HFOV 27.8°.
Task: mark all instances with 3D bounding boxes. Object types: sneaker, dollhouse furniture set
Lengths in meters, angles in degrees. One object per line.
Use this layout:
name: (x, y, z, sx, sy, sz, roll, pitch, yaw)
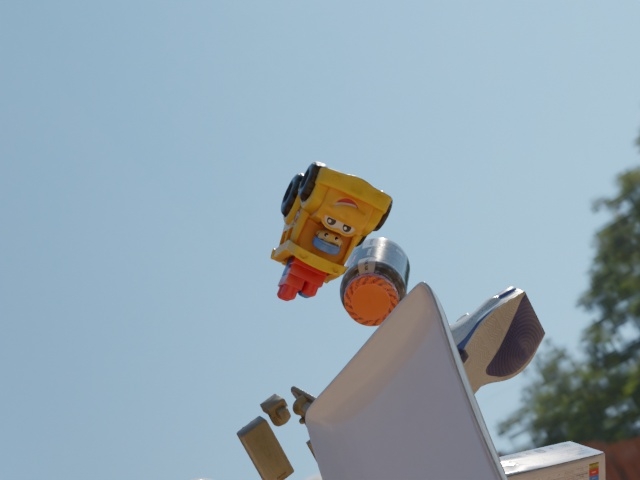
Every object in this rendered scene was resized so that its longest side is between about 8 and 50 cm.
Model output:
sneaker: (0.154, 0.170, 1.845, 0.315, 0.182, 0.127, -41, -55, -21)
dollhouse furniture set: (-0.071, 0.322, 2.189, 0.151, 0.123, 0.144, -36, -64, -20)

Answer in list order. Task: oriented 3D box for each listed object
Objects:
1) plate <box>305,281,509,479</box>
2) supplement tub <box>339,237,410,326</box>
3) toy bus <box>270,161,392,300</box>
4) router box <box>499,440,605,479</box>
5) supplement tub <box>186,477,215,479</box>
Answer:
plate: (0.094, 0.230, 1.349, 0.045, 0.277, 0.278, 5, -40, -32)
supplement tub: (0.095, 0.074, 2.260, 0.117, 0.117, 0.190, -33, 10, 15)
toy bus: (0.000, 0.000, 2.090, 0.149, 0.211, 0.220, 26, -16, -11)
router box: (0.268, 0.474, 1.891, 0.336, 0.301, 0.082, -6, 8, -31)
supplement tub: (-0.285, 0.530, 2.058, 0.331, 0.241, 0.241, -22, -22, 24)
